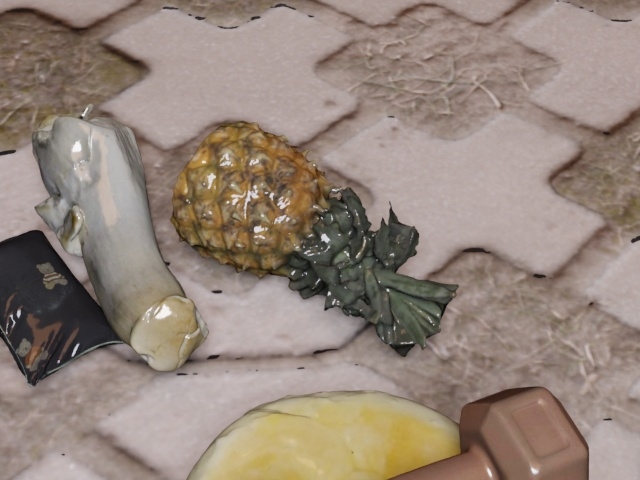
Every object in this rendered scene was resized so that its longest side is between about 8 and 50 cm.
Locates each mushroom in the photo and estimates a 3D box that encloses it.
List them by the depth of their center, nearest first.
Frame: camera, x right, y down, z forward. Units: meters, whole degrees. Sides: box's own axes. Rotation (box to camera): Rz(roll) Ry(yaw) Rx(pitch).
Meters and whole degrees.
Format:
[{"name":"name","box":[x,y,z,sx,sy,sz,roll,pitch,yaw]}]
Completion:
[{"name":"mushroom","box":[-0.171,-0.010,0.763,0.099,0.096,0.278,1,51,-42]}]

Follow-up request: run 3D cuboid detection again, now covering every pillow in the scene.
[{"name":"pillow","box":[-0.235,0.049,0.746,0.090,0.048,0.150,-33,64,-25]}]

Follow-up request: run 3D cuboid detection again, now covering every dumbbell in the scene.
[{"name":"dumbbell","box":[0.043,0.155,0.519,0.231,0.082,0.092,-16,53,-17]}]

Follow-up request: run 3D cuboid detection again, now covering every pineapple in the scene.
[{"name":"pineapple","box":[-0.001,0.001,0.760,0.248,0.128,0.128,30,59,9]}]

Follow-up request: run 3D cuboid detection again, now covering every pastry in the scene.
[{"name":"pastry","box":[0.018,0.215,0.603,0.265,0.133,0.264,2,55,-3]}]
